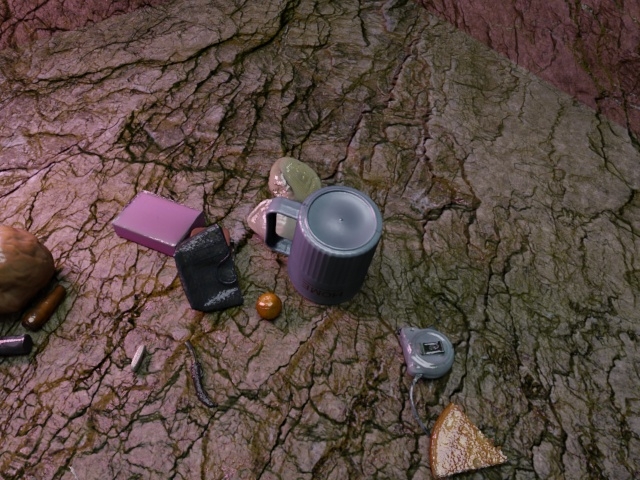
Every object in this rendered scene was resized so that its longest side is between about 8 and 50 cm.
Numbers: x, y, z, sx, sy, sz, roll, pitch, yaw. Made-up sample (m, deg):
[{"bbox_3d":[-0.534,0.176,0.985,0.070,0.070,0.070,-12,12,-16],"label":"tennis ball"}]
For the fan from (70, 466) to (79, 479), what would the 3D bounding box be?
[{"bbox_3d":[-0.535,0.666,1.221,0.182,0.010,0.310,-35,60,-25],"label":"fan"}]

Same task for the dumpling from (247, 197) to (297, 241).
[{"bbox_3d":[-0.133,-0.066,1.725,0.216,0.166,0.126,28,23,24],"label":"dumpling"}]

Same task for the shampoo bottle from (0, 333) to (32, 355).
[{"bbox_3d":[-0.951,0.305,1.471,0.208,0.057,0.063,-4,52,-5],"label":"shampoo bottle"}]

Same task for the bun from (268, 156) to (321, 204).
[{"bbox_3d":[-0.103,-0.196,1.825,0.220,0.134,0.220,28,43,-31],"label":"bun"}]

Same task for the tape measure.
[{"bbox_3d":[0.317,0.387,1.420,0.164,0.084,0.330,-9,50,-3],"label":"tape measure"}]

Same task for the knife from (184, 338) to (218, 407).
[{"bbox_3d":[-0.352,0.380,1.448,0.046,0.021,0.222,-23,59,-17],"label":"knife"}]

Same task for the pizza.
[{"bbox_3d":[0.376,0.544,1.314,0.193,0.053,0.201,23,59,16],"label":"pizza"}]

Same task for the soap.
[{"bbox_3d":[-0.553,-0.060,1.759,0.260,0.081,0.181,19,54,12],"label":"soap"}]

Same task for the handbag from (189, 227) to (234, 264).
[{"bbox_3d":[-0.360,0.046,1.686,0.151,0.072,0.193,-5,50,-5],"label":"handbag"}]

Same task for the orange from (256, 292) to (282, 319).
[{"bbox_3d":[-0.157,0.202,1.565,0.083,0.070,0.083,-7,45,7],"label":"orange"}]

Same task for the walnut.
[{"bbox_3d":[-0.970,0.087,1.518,0.297,0.285,0.285,-18,54,-8],"label":"walnut"}]

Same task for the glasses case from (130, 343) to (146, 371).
[{"bbox_3d":[-0.525,0.339,1.469,0.021,0.032,0.083,11,52,4],"label":"glasses case"}]

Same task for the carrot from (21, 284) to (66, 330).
[{"bbox_3d":[-0.843,0.206,1.560,0.055,0.055,0.161,16,46,11],"label":"carrot"}]

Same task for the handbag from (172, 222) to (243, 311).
[{"bbox_3d":[-0.346,0.095,1.567,0.175,0.270,0.089,-18,11,-13],"label":"handbag"}]

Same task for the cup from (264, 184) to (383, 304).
[{"bbox_3d":[0.017,-0.009,1.551,0.257,0.311,0.331,-36,71,-25],"label":"cup"}]
